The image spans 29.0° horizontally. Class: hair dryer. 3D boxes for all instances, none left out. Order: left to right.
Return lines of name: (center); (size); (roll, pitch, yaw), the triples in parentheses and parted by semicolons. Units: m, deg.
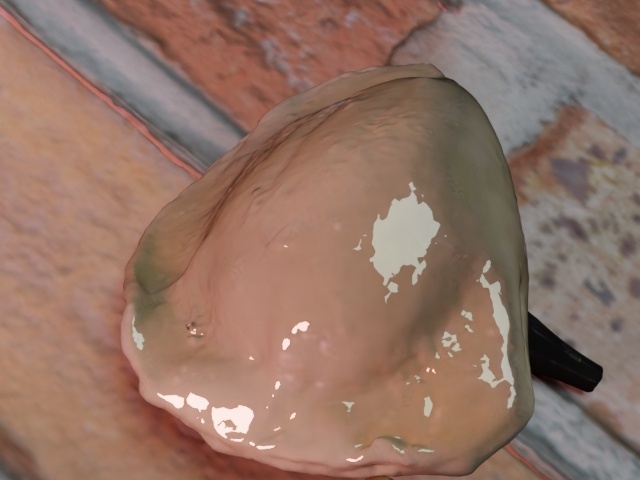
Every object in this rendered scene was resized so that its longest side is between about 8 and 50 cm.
hair dryer: (0.107, 0.033, 0.627); (0.079, 0.031, 0.083); (27, 44, -13)

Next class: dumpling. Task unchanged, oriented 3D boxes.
dumpling: (0.000, 0.000, 0.558); (0.179, 0.131, 0.252); (-12, 48, 9)

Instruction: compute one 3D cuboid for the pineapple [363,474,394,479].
pineapple: (0.137, 0.180, 0.463); (0.340, 0.169, 0.169); (9, 54, -21)
